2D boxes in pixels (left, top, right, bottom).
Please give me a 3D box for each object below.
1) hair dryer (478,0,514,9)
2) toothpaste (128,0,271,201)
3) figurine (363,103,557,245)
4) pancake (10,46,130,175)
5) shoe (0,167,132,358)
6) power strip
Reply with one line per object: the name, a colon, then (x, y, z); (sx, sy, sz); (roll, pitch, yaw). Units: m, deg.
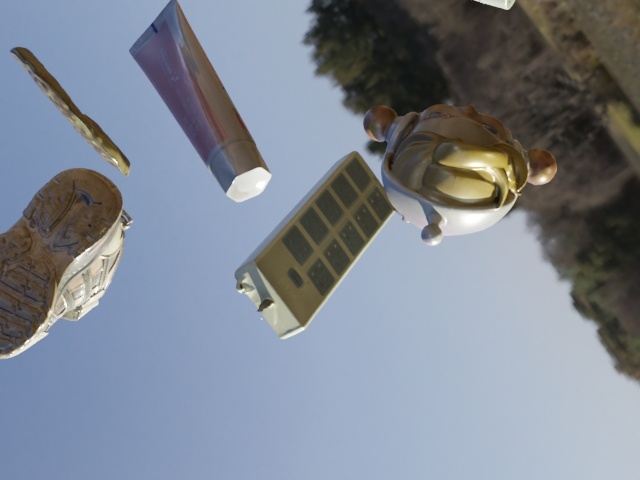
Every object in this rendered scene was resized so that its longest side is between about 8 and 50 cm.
hair dryer: (0.178, -0.318, 1.230); (0.082, 0.047, 0.137); (23, 156, 18)
toothpaste: (-0.102, -0.115, 0.916); (0.043, 0.067, 0.194); (12, -140, -52)
figurine: (0.132, -0.088, 1.186); (0.193, 0.133, 0.274); (11, -164, -15)
pancake: (-0.336, -0.173, 1.520); (0.235, 0.029, 0.212); (51, 174, -40)
shoe: (-0.231, 0.025, 0.960); (0.089, 0.180, 0.092); (34, 172, 16)
power strip: (0.000, 0.000, 1.433); (0.106, 0.043, 0.367); (53, -144, -10)
